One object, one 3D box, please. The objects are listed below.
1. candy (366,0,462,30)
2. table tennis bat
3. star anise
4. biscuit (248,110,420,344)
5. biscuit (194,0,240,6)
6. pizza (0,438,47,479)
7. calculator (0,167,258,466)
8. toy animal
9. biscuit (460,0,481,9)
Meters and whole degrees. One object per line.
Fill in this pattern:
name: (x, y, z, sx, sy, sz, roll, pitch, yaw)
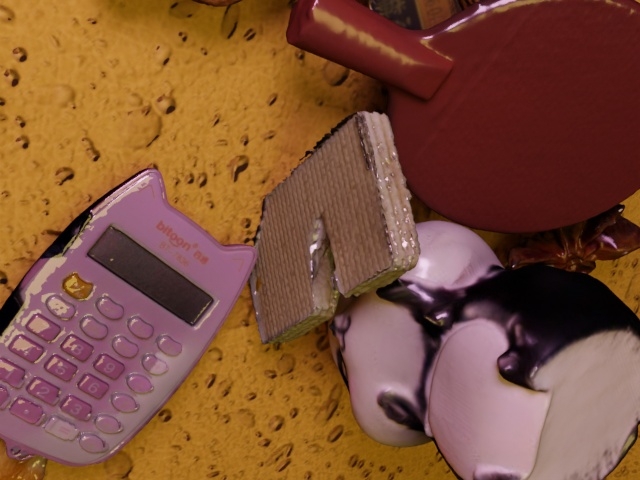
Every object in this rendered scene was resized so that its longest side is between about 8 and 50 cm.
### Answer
candy: (0.096, -0.182, 0.758, 0.143, 0.101, 0.271, -13, 126, 14)
table tennis bat: (0.160, -0.126, 0.723, 0.414, 0.051, 0.268, 18, 128, -24)
star anise: (0.287, 0.009, 0.939, 0.196, 0.111, 0.213, 6, 117, -23)
biscuit: (0.000, 0.000, 0.739, 0.046, 0.147, 0.250, 0, 157, -33)
biscuit: (-0.085, -0.318, 0.605, 0.272, 0.049, 0.257, -20, 110, -7)
pizza: (-0.347, 0.232, 0.761, 0.181, 0.034, 0.262, 16, 103, -32)
calculator: (-0.203, 0.084, 0.751, 0.194, 0.043, 0.294, 41, 84, -35)
toy animal: (0.143, 0.110, 0.791, 0.250, 0.310, 0.251, -17, 121, -30)
biscuit: (0.161, -0.291, 0.770, 0.094, 0.054, 0.379, -40, 124, -5)
